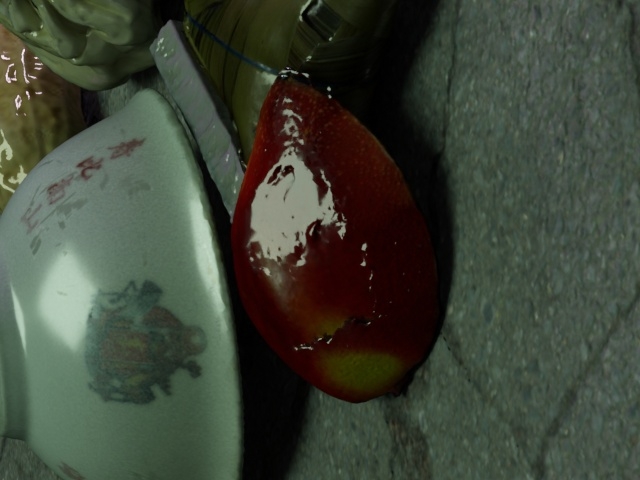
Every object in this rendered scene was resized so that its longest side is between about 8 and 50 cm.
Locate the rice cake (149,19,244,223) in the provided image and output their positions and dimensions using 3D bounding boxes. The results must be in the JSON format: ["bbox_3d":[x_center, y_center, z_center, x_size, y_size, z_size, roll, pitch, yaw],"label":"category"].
[{"bbox_3d":[-0.065,-0.099,1.792,0.050,0.106,0.298,-60,34,25],"label":"rice cake"}]

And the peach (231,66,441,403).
[{"bbox_3d":[-0.002,0.002,1.577,0.189,0.068,0.279,-15,97,36],"label":"peach"}]

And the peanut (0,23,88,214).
[{"bbox_3d":[-0.339,-0.127,2.337,0.153,0.140,0.325,111,148,-54],"label":"peanut"}]

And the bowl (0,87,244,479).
[{"bbox_3d":[-0.224,0.082,1.888,0.435,0.196,0.434,170,90,-74],"label":"bowl"}]

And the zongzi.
[{"bbox_3d":[-0.015,-0.219,1.673,0.260,0.123,0.289,62,141,45],"label":"zongzi"}]

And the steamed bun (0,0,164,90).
[{"bbox_3d":[-0.260,-0.320,2.117,0.275,0.206,0.320,-136,58,-60],"label":"steamed bun"}]
